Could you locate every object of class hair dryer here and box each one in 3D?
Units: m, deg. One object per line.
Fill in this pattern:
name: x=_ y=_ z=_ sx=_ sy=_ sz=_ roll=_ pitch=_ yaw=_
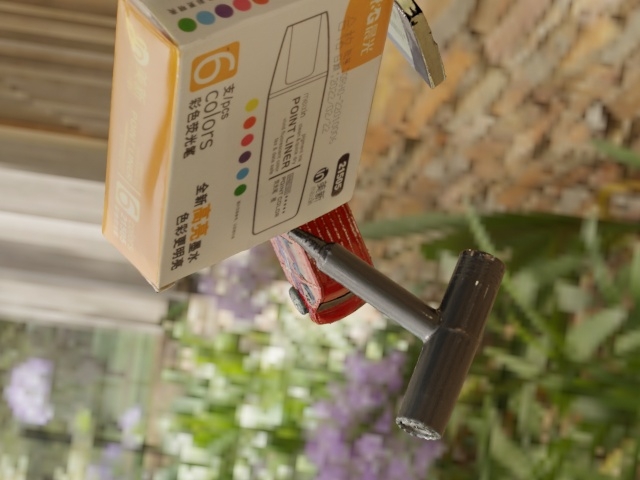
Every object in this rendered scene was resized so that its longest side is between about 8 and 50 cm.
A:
hair dryer: x=0.048 y=0.064 z=1.739 sx=0.050 sy=0.195 sz=0.173 roll=117 pitch=174 yaw=-68

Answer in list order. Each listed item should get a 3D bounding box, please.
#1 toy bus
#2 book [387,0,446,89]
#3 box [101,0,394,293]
toy bus: x=0.000 y=0.000 z=1.858 sx=0.089 sy=0.081 sz=0.195 roll=43 pitch=159 yaw=56
book: x=0.041 y=-0.265 z=1.939 sx=0.231 sy=0.026 sz=0.157 roll=51 pitch=177 yaw=22
box: x=-0.061 y=-0.112 z=1.568 sx=0.091 sy=0.220 sz=0.274 roll=45 pitch=147 yaw=29
